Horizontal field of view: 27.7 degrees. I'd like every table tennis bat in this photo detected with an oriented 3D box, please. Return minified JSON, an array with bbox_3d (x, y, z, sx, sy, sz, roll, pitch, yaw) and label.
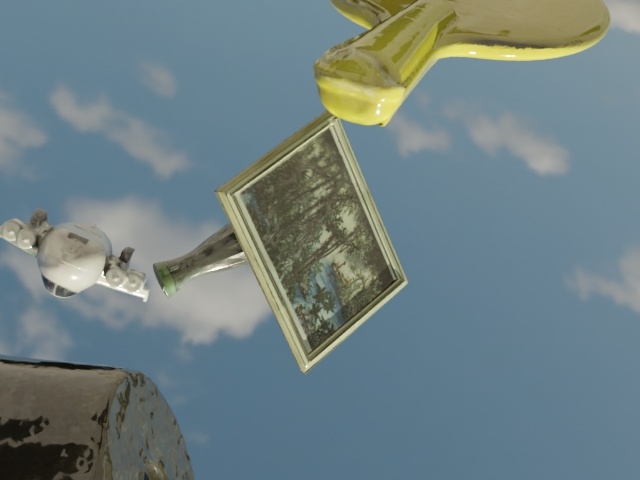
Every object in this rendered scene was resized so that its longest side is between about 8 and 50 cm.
[{"bbox_3d":[0.090,-0.163,0.965,0.224,0.054,0.369,17,-150,16],"label":"table tennis bat"}]

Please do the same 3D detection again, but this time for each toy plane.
[{"bbox_3d":[-0.258,0.020,1.366,0.174,0.080,0.174,24,-179,0],"label":"toy plane"}]

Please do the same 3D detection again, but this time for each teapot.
[{"bbox_3d":[-0.087,0.011,1.071,0.110,0.043,0.043,-25,-138,-20],"label":"teapot"}]

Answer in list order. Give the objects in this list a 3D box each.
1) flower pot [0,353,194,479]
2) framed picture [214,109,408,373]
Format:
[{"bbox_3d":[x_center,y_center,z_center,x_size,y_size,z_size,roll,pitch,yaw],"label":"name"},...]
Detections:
[{"bbox_3d":[-0.261,0.234,1.118,0.251,0.379,0.379,-11,-162,13],"label":"flower pot"},{"bbox_3d":[0.000,0.000,1.095,0.142,0.183,0.011,-38,-153,-31],"label":"framed picture"}]
